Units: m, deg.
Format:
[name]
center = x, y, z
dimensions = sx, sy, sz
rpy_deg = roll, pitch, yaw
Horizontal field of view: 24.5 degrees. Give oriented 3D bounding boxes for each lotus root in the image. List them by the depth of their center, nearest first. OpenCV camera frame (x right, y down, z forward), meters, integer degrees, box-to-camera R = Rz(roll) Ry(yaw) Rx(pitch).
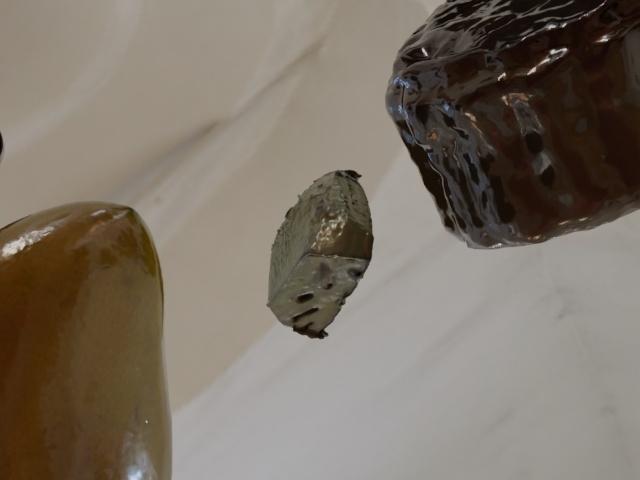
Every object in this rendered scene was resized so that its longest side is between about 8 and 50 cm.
[lotus root]
center = -0.004, 0.000, 1.352
dimensions = 0.070, 0.143, 0.144
rpy_deg = 15, -135, -11

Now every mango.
[mango]
center = -0.202, 0.125, 1.074
dimensions = 0.173, 0.211, 0.317
rpy_deg = 18, -79, 55

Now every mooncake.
[mooncake]
center = 0.213, -0.143, 1.267
dimensions = 0.324, 0.324, 0.187
rpy_deg = -26, -71, 6

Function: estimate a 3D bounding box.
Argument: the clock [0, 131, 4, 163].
[clock]
center = -0.466, -0.089, 1.314
dimensions = 0.273, 0.049, 0.279
rpy_deg = 44, -103, 5
